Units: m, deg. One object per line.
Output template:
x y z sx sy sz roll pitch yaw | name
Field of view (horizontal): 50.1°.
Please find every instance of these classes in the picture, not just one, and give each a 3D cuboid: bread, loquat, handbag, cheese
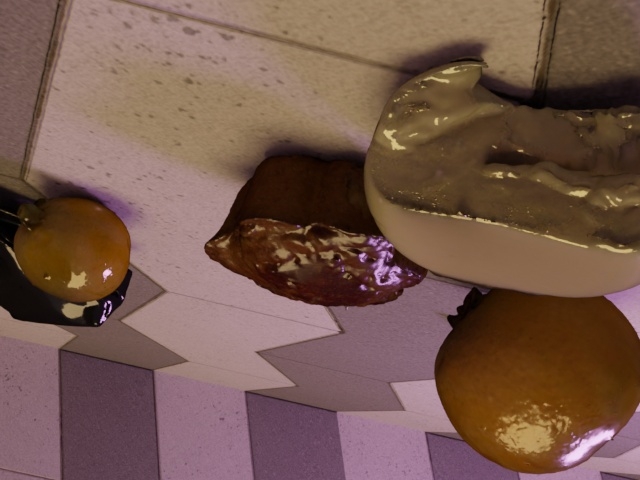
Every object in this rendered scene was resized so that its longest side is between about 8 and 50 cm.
0.011 0.000 0.789 0.246 0.135 0.232 22 158 -24 | bread
-0.372 0.007 1.023 0.172 0.150 0.204 4 147 34 | loquat
-0.538 0.028 1.197 0.342 0.152 0.288 -3 146 36 | handbag
0.171 -0.040 0.593 0.265 0.127 0.233 11 161 13 | cheese
0.289 0.170 0.938 0.274 0.275 0.275 11 160 4 | loquat
